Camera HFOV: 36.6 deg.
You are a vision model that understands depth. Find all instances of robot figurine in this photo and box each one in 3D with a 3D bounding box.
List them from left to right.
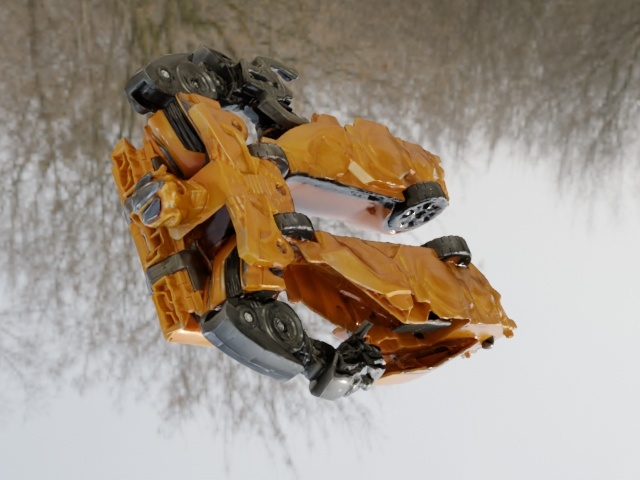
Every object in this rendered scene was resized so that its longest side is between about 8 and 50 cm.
[{"bbox_3d":[0.000,0.000,0.561,0.085,0.211,0.291,-36,154,31],"label":"robot figurine"}]

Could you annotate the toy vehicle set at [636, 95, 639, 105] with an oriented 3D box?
[{"bbox_3d":[0.237,-0.090,0.250,0.166,0.267,0.035,39,-173,1],"label":"toy vehicle set"}]
